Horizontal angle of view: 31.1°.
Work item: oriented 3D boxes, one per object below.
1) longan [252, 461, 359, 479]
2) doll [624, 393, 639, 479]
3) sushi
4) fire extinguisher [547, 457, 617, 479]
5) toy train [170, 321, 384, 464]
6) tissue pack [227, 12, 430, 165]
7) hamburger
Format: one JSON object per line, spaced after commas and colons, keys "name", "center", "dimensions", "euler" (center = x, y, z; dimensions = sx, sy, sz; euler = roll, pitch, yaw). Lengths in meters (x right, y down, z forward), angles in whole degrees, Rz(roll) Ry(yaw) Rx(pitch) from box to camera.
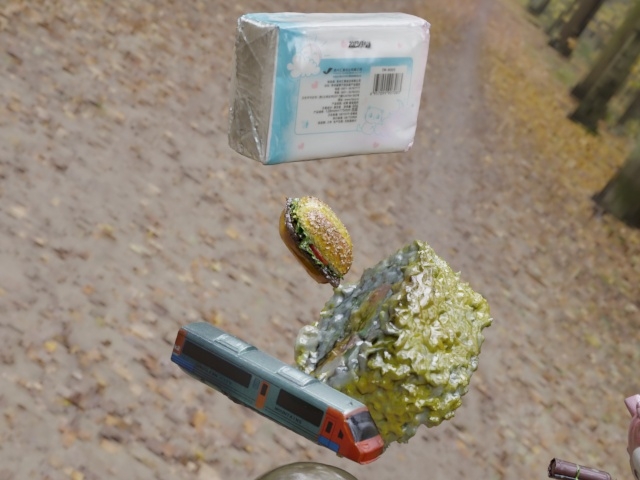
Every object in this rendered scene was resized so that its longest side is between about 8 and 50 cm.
{"name": "longan", "center": [-0.017, 0.442, 1.647], "dimensions": [0.248, 0.248, 0.248], "euler": [32, 16, -11]}
{"name": "doll", "center": [0.470, 0.317, 1.552], "dimensions": [0.211, 0.093, 0.262], "euler": [-97, 162, -48]}
{"name": "sushi", "center": [0.122, 0.224, 2.260], "dimensions": [0.240, 0.351, 0.396], "euler": [46, 43, -18]}
{"name": "fire extinguisher", "center": [0.473, 0.420, 2.048], "dimensions": [0.132, 0.039, 0.056], "euler": [16, 15, -7]}
{"name": "toy train", "center": [-0.070, 0.246, 1.915], "dimensions": [0.409, 0.089, 0.086], "euler": [23, 15, 29]}
{"name": "tissue pack", "center": [0.011, -0.217, 1.601], "dimensions": [0.271, 0.201, 0.124], "euler": [-8, 26, -35]}
{"name": "hamburger", "center": [0.000, 0.000, 1.989], "dimensions": [0.166, 0.087, 0.137], "euler": [51, 19, -26]}
